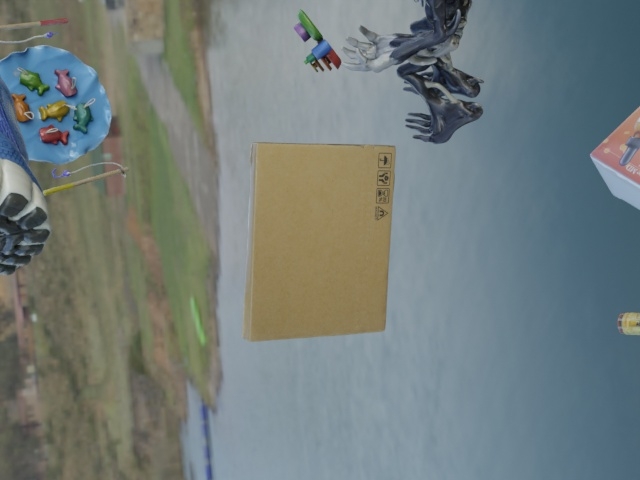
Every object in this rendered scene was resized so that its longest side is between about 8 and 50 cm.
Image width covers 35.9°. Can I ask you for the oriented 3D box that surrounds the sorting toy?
[{"bbox_3d":[-0.011,-0.265,1.355,0.102,0.042,0.061,48,-171,-33],"label":"sorting toy"}]

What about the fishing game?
[{"bbox_3d":[-0.388,-0.200,1.417,0.041,0.189,0.264,-27,80,55],"label":"fishing game"}]

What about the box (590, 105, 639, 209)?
[{"bbox_3d":[0.453,-0.114,1.234,0.091,0.170,0.130,46,180,-39],"label":"box"}]

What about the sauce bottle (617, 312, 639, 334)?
[{"bbox_3d":[0.591,0.147,1.745,0.128,0.042,0.042,-5,90,43],"label":"sauce bottle"}]

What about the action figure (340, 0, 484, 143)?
[{"bbox_3d":[0.085,-0.222,0.957,0.276,0.140,0.164,70,-157,-48],"label":"action figure"}]

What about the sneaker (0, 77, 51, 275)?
[{"bbox_3d":[-0.294,-0.018,0.698,0.330,0.129,0.147,-30,61,39],"label":"sneaker"}]

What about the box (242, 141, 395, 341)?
[{"bbox_3d":[0.000,0.000,1.016,0.021,0.164,0.201,17,106,60],"label":"box"}]
